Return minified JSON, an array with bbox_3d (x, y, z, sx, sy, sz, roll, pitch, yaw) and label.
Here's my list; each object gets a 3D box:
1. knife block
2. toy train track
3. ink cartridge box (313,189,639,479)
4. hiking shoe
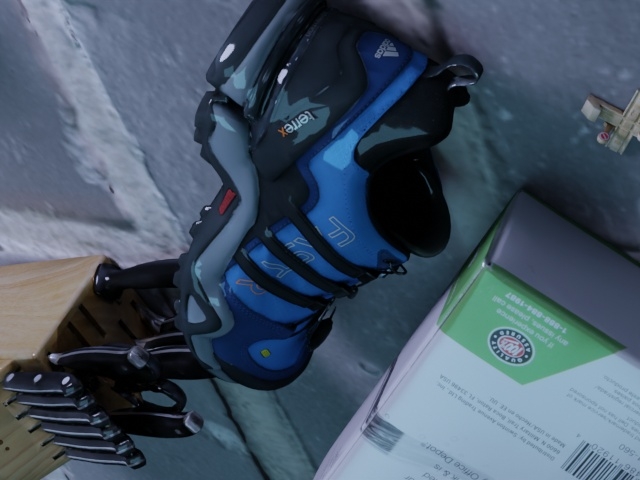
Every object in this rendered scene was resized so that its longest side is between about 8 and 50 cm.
[{"bbox_3d":[-0.164,0.062,1.263,0.088,0.242,0.275,55,-176,-29],"label":"knife block"},{"bbox_3d":[0.166,-0.046,0.917,0.083,0.014,0.048,27,146,5],"label":"toy train track"},{"bbox_3d":[0.109,0.108,1.021,0.160,0.092,0.219,33,124,-2],"label":"ink cartridge box"},{"bbox_3d":[0.000,0.000,1.013,0.132,0.113,0.304,24,145,12],"label":"hiking shoe"}]
